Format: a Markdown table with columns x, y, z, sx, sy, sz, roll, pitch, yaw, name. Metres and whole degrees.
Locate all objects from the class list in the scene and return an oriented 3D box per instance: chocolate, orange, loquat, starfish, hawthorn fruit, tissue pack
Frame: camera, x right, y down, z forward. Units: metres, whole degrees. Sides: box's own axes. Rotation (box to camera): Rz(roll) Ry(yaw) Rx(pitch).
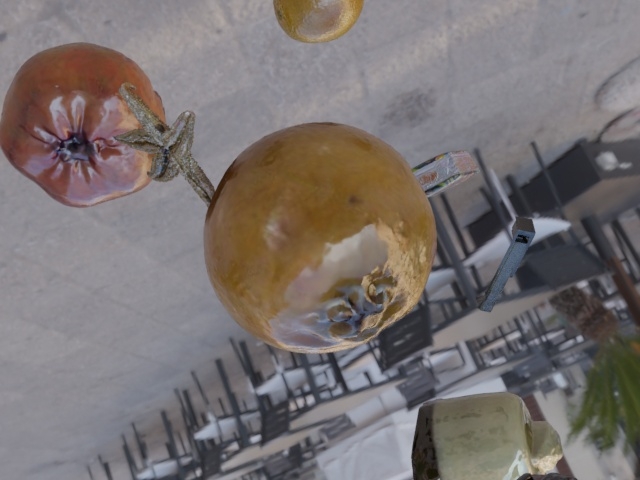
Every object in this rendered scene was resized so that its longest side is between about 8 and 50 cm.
| x | y | z | sx | sy | sz | roll | pitch | yaw | name |
| --- | --- | --- | --- | --- | --- | --- | --- | --- | --- |
| 0.394 | 0.509 | 1.777 | 0.297 | 0.314 | 0.326 | -12 | -149 | 29 | chocolate |
| -0.003 | -0.609 | 1.947 | 0.236 | 0.236 | 0.236 | -21 | 162 | -7 | orange |
| 0.000 | 0.000 | 1.040 | 0.329 | 0.328 | 0.328 | -21 | 162 | -7 | loquat |
| -0.227 | -0.134 | 1.157 | 0.043 | 0.240 | 0.227 | -46 | -156 | -27 | starfish |
| -0.624 | -0.327 | 2.108 | 0.472 | 0.471 | 0.471 | -21 | 162 | -7 | hawthorn fruit |
| 0.213 | -0.119 | 1.389 | 0.109 | 0.060 | 0.148 | -29 | 175 | 25 | tissue pack |

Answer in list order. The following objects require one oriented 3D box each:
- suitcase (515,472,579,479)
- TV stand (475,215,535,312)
| x | y | z | sx | sy | sz | roll | pitch | yaw | name |
| --- | --- | --- | --- | --- | --- | --- | --- | --- | --- |
| 0.251 | 0.433 | 0.907 | 0.297 | 0.236 | 0.161 | -20 | -172 | -42 | suitcase |
| 0.406 | 0.057 | 1.709 | 0.040 | 0.049 | 0.256 | 10 | 133 | -6 | TV stand |
